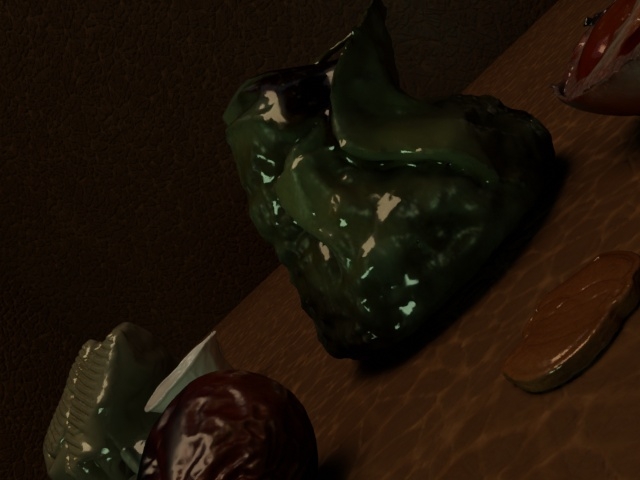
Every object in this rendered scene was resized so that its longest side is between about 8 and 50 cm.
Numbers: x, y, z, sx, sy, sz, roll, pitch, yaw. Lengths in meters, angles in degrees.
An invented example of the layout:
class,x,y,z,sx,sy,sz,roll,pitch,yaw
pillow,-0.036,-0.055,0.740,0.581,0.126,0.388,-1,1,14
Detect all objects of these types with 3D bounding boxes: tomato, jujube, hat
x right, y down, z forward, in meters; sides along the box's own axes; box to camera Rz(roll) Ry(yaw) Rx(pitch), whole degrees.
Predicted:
class,x,y,z,sx,sy,sz,roll,pitch,yaw
tomato,0.328,-0.184,0.689,0.199,0.112,0.228,-54,6,-4
jujube,-0.085,0.214,0.641,0.168,0.168,0.236,-44,12,17
hat,-0.219,0.279,1.376,0.203,0.126,0.203,-45,5,5

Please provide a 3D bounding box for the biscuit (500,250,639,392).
class,x,y,z,sx,sy,sz,roll,pitch,yaw
biscuit,0.179,0.053,0.522,0.130,0.019,0.102,-47,6,-24

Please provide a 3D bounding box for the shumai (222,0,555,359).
class,x,y,z,sx,sy,sz,roll,pitch,yaw
shumai,0.044,-0.081,0.895,0.395,0.348,0.395,-50,5,6

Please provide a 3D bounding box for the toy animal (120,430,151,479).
class,x,y,z,sx,sy,sz,roll,pitch,yaw
toy animal,-0.162,0.291,1.012,0.125,0.127,0.251,-35,-7,32

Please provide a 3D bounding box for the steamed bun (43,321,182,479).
class,x,y,z,sx,sy,sz,roll,pitch,yaw
steamed bun,-0.421,0.370,1.613,0.342,0.255,0.367,-1,72,59
